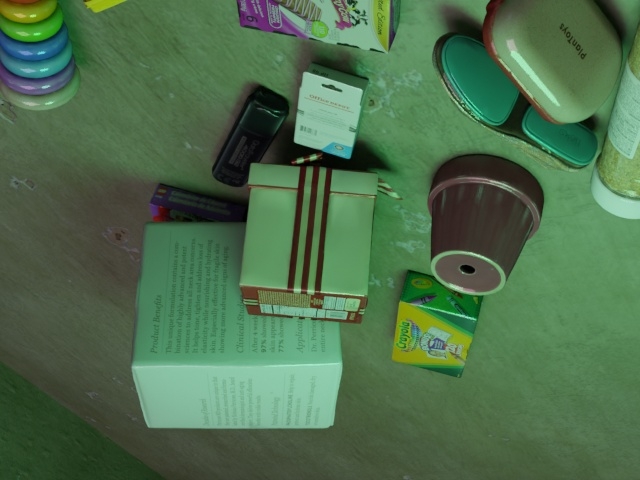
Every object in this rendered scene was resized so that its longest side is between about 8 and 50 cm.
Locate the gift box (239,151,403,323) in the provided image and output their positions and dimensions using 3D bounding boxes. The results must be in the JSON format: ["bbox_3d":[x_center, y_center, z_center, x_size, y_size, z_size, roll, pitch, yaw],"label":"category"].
[{"bbox_3d":[0.000,0.000,1.582,0.276,0.258,0.255,5,163,-4],"label":"gift box"}]

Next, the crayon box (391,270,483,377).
[{"bbox_3d":[0.250,0.187,1.906,0.165,0.081,0.278,14,147,10],"label":"crayon box"}]

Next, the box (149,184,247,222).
[{"bbox_3d":[-0.257,0.005,1.937,0.200,0.057,0.293,14,147,7],"label":"box"}]

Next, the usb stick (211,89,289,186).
[{"bbox_3d":[-0.133,-0.181,1.606,0.077,0.045,0.278,20,148,-13],"label":"usb stick"}]

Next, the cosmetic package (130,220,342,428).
[{"bbox_3d":[-0.164,0.178,1.804,0.393,0.329,0.327,1,147,-3],"label":"cosmetic package"}]

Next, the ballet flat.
[{"bbox_3d":[0.273,-0.195,1.317,0.316,0.108,0.106,35,171,-18],"label":"ballet flat"}]

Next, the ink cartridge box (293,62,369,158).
[{"bbox_3d":[0.019,-0.223,1.444,0.104,0.060,0.180,18,148,4],"label":"ink cartridge box"}]

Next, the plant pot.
[{"bbox_3d":[0.271,-0.015,1.505,0.201,0.180,0.201,15,148,9],"label":"plant pot"}]

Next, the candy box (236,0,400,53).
[{"bbox_3d":[-0.005,-0.363,1.240,0.233,0.071,0.159,12,146,12],"label":"candy box"}]

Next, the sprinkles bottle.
[{"bbox_3d":[0.464,-0.179,1.210,0.121,0.121,0.355,12,146,13],"label":"sprinkles bottle"}]

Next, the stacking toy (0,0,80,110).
[{"bbox_3d":[-0.480,-0.372,1.440,0.141,0.141,0.330,18,144,4],"label":"stacking toy"}]

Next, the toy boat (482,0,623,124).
[{"bbox_3d":[0.296,-0.263,1.192,0.231,0.151,0.151,41,172,-28],"label":"toy boat"}]

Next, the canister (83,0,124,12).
[{"bbox_3d":[-0.352,-0.440,1.316,0.126,0.073,0.170,-8,136,37],"label":"canister"}]
